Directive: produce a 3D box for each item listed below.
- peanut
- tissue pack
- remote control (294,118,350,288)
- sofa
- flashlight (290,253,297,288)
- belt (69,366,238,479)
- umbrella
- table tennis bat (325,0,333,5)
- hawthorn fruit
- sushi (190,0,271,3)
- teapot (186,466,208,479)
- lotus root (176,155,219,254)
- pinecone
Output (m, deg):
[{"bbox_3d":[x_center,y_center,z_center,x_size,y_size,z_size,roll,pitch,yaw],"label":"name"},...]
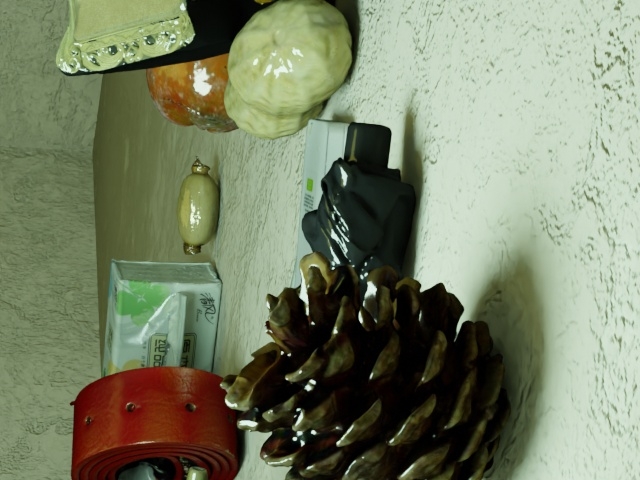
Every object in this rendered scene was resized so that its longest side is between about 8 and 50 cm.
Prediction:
[{"bbox_3d":[-0.045,-0.177,1.564,0.257,0.124,0.123,141,130,-69],"label":"peanut"},{"bbox_3d":[-0.238,0.159,2.198,0.145,0.159,0.229,-121,37,-65],"label":"tissue pack"},{"bbox_3d":[0.000,0.000,1.525,0.103,0.034,0.250,-155,68,-75],"label":"remote control"},{"bbox_3d":[-0.165,-0.293,1.630,0.200,0.258,0.182,-10,95,34],"label":"sofa"},{"bbox_3d":[-0.018,0.024,1.627,0.018,0.018,0.083,-106,23,-56],"label":"flashlight"},{"bbox_3d":[-0.229,0.273,2.002,0.324,0.227,0.115,122,150,-60],"label":"belt"},{"bbox_3d":[0.027,0.033,1.277,0.110,0.122,0.272,1,82,33],"label":"umbrella"},{"bbox_3d":[-0.006,-0.296,1.648,0.158,0.014,0.095,-108,21,-52],"label":"table tennis bat"},{"bbox_3d":[-0.137,-0.223,1.855,0.173,0.173,0.173,-177,90,-76],"label":"hawthorn fruit"},{"bbox_3d":[-0.044,-0.337,1.404,0.227,0.212,0.215,-18,-60,-59],"label":"sushi"},{"bbox_3d":[-0.084,0.363,1.549,0.175,0.185,0.267,-47,67,25],"label":"teapot"},{"bbox_3d":[-0.184,-0.053,2.225,0.073,0.062,0.150,-12,-73,-81],"label":"lotus root"},{"bbox_3d":[0.029,0.108,1.038,0.184,0.205,0.179,-65,24,17],"label":"pinecone"}]
